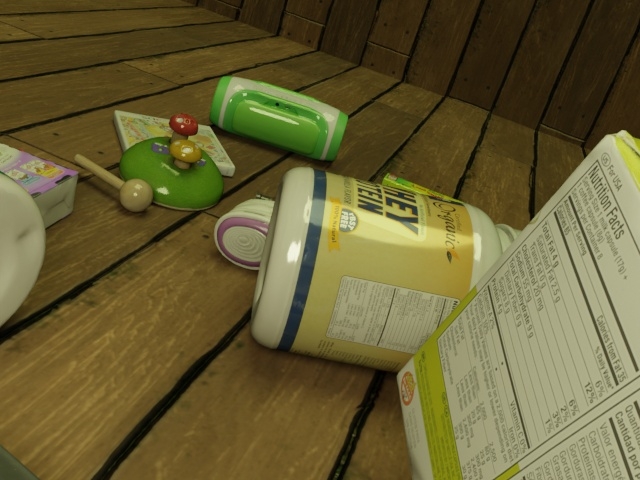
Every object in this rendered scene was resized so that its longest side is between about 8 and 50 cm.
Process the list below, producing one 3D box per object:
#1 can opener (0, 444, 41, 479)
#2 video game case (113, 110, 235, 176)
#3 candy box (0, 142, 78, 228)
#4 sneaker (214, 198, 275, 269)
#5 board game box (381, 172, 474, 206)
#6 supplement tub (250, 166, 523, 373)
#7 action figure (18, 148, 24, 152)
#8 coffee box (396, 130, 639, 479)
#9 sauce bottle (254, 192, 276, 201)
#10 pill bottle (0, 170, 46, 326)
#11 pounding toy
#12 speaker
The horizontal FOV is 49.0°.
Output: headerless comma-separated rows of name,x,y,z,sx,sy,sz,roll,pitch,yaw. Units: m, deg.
can opener,-0.221,0.222,0.504,0.283,0.095,0.076,21,36,34
video game case,-0.295,-0.195,1.395,0.206,0.026,0.227,6,27,-26
candy box,-0.462,-0.074,0.955,0.196,0.070,0.165,21,24,4
sneaker,0.000,0.000,1.072,0.304,0.114,0.152,19,25,2
board game box,0.195,-0.052,1.355,0.181,0.092,0.043,22,25,8
supplement tub,0.086,0.048,0.876,0.316,0.229,0.228,12,24,-7
action figure,-0.516,-0.132,1.097,0.038,0.030,0.115,26,22,28
coffee box,0.289,0.183,0.486,0.337,0.334,0.338,10,48,-17
sauce bottle,-0.055,-0.054,1.242,0.128,0.042,0.042,18,23,-5
pill bottle,-0.476,-0.046,0.717,0.360,0.204,0.204,28,25,22
pounding toy,-0.257,-0.142,1.174,0.183,0.110,0.236,41,33,26
speaker,-0.093,-0.275,1.588,0.296,0.131,0.131,17,24,-3
